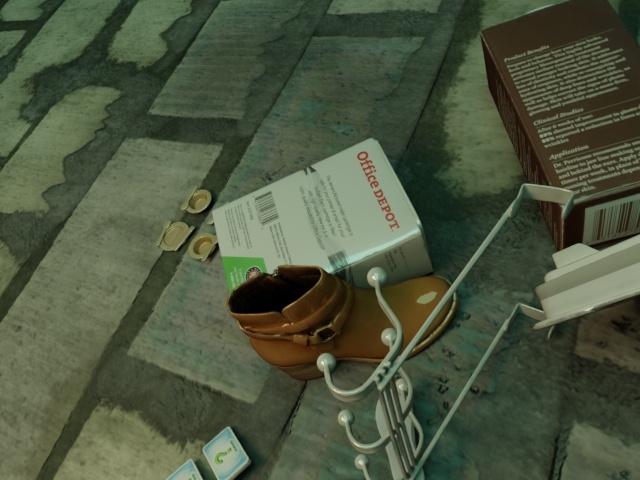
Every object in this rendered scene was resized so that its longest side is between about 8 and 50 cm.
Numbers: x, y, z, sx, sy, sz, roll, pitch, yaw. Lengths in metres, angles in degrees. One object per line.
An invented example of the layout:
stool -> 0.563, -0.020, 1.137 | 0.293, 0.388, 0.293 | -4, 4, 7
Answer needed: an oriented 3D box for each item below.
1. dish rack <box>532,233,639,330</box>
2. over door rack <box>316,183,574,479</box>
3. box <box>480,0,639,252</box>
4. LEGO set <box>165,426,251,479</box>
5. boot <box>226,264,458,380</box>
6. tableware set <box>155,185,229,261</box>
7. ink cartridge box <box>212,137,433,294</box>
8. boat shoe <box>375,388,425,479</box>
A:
dish rack -> 0.389, -0.008, 0.541 | 0.333, 0.285, 0.072 | -37, 65, 51
over door rack -> 0.141, 0.105, 0.633 | 0.324, 0.240, 0.108 | -38, 48, -20
box -> 0.382, -0.181, 0.824 | 0.191, 0.143, 0.382 | -15, 55, 13
LEGO set -> -0.146, 0.355, 0.683 | 0.182, 0.060, 0.244 | -39, 36, -11
boot -> 0.035, 0.080, 0.733 | 0.283, 0.220, 0.109 | -19, 52, 9
tableware set -> -0.222, -0.029, 1.041 | 0.168, 0.020, 0.141 | 18, 66, 32
ink cartridge box -> 0.000, 0.000, 0.864 | 0.289, 0.121, 0.211 | -24, 52, 6
boat shoe -> 0.100, 0.253, 0.699 | 0.049, 0.040, 0.142 | -13, 40, 6
